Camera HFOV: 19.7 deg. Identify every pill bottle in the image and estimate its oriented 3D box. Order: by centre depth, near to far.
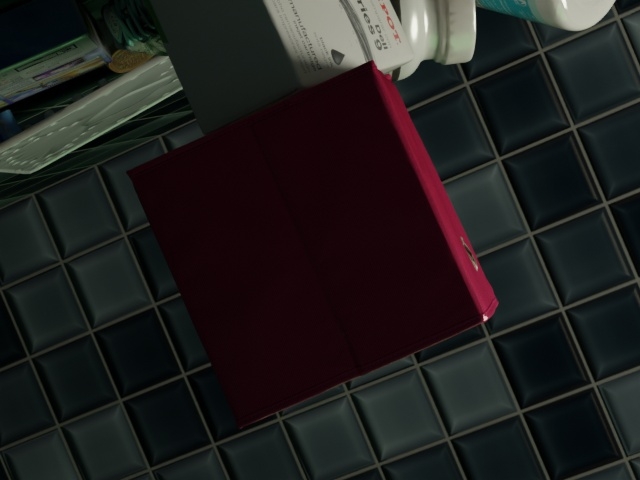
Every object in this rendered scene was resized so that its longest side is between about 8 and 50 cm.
[{"bbox_3d":[0.025,-0.253,2.069,0.279,0.162,0.162,-6,179,-5],"label":"pill bottle"},{"bbox_3d":[0.216,-0.342,2.170,0.264,0.146,0.146,22,-147,39],"label":"pill bottle"}]

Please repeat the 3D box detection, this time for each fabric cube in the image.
[{"bbox_3d":[0.000,0.000,1.767,0.259,0.258,0.254,-24,179,7],"label":"fabric cube"}]

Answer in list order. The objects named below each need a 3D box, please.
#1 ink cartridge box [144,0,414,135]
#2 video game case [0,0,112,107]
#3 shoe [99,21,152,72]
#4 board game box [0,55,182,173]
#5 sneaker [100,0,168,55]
[{"bbox_3d":[-0.046,-0.236,1.826,0.122,0.211,0.289,-25,180,27],"label":"ink cartridge box"},{"bbox_3d":[-0.367,-0.179,1.974,0.270,0.061,0.244,-23,179,-1],"label":"video game case"},{"bbox_3d":[-0.164,-0.275,2.173,0.219,0.058,0.076,-27,149,6],"label":"shoe"},{"bbox_3d":[-0.272,-0.208,2.496,0.390,0.050,0.390,-29,180,2],"label":"board game box"},{"bbox_3d":[-0.172,-0.240,1.983,0.122,0.110,0.283,-14,176,-5],"label":"sneaker"}]
